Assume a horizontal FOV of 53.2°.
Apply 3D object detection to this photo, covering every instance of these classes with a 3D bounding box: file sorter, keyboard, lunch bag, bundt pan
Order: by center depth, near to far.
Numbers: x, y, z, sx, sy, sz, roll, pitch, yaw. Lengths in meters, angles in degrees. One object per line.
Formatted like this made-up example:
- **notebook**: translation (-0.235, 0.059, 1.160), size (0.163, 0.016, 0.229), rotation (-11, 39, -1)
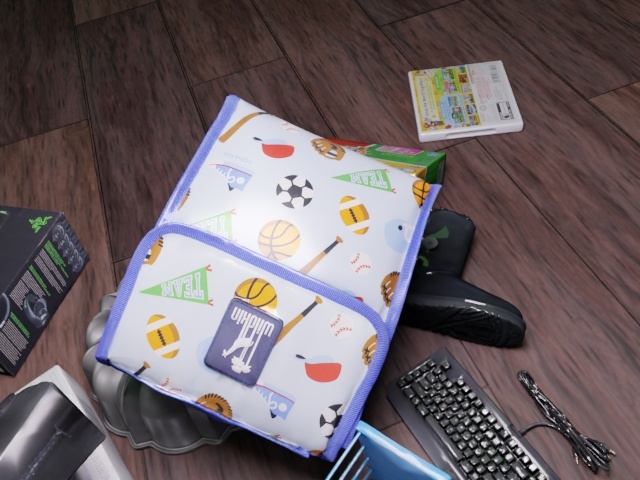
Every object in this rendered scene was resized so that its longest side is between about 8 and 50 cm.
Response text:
- **file sorter**: translation (0.076, 0.313, 0.741), size (0.118, 0.170, 0.104), rotation (26, 61, 30)
- **lunch bag**: translation (-0.058, 0.049, 0.837), size (0.328, 0.239, 0.385), rotation (24, 64, 1)
- **keyboard**: translation (0.249, 0.262, 0.847), size (0.201, 0.033, 0.317), rotation (-27, 50, -14)
- **bundt pan**: translation (-0.213, 0.147, 0.978), size (0.331, 0.124, 0.331), rotation (-5, 48, 6)

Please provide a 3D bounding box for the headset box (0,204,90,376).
- **headset box**: translation (-0.585, 0.066, 1.115), size (0.246, 0.131, 0.283), rotation (7, 49, 16)

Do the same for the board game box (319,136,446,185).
- **board game box**: translation (0.043, -0.129, 1.141), size (0.317, 0.064, 0.242), rotation (11, 19, 19)

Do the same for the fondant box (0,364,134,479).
- **fondant box**: translation (-0.427, 0.359, 0.836), size (0.330, 0.096, 0.238), rotation (-36, 52, -16)

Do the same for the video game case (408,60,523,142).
- **video game case**: translation (0.300, -0.297, 1.350), size (0.206, 0.026, 0.227), rotation (-6, 48, 6)

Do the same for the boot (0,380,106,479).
- **boot**: translation (-0.474, 0.357, 0.676), size (0.367, 0.146, 0.445), rotation (-10, 37, 37)

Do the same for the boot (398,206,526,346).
- **boot**: translation (0.215, 0.044, 1.007), size (0.246, 0.094, 0.207), rotation (9, 54, 26)
